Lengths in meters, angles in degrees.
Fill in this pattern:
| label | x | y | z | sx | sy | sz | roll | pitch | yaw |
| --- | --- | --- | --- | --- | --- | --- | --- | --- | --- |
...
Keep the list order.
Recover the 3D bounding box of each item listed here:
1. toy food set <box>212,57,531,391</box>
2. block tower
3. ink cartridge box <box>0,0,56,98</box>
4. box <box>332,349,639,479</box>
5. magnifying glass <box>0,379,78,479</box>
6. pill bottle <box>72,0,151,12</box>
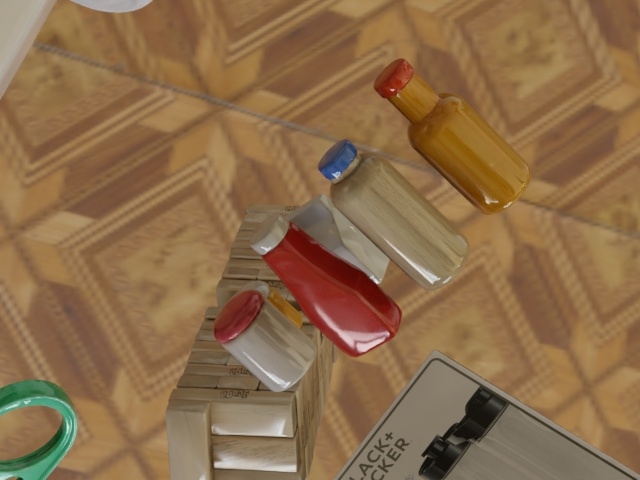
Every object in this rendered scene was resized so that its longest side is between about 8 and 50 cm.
| label | x | y | z | sx | sy | sz | roll | pitch | yaw |
| --- | --- | --- | --- | --- | --- | --- | --- | --- | --- |
| toy food set | 0.000 | 0.000 | 1.018 | 0.104 | 0.232 | 0.111 | 43 | 40 | -19 |
| block tower | -0.039 | 0.083 | 1.347 | 0.097 | 0.335 | 0.091 | 2 | 117 | 9 |
| ink cartridge box | -0.258 | -0.040 | 0.695 | 0.201 | 0.117 | 0.278 | 30 | 89 | -10 |
| box | 0.163 | 0.237 | 1.446 | 0.169 | 0.290 | 0.087 | -50 | 144 | -11 |
| magnifying glass | -0.250 | 0.199 | 1.386 | 0.092 | 0.026 | 0.231 | -6 | 135 | -29 |
| pill bottle | -0.118 | -0.236 | 1.093 | 0.094 | 0.094 | 0.169 | 32 | 59 | -23 |
